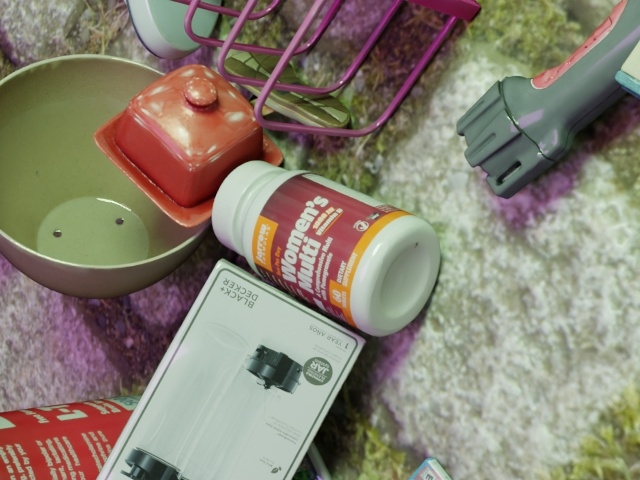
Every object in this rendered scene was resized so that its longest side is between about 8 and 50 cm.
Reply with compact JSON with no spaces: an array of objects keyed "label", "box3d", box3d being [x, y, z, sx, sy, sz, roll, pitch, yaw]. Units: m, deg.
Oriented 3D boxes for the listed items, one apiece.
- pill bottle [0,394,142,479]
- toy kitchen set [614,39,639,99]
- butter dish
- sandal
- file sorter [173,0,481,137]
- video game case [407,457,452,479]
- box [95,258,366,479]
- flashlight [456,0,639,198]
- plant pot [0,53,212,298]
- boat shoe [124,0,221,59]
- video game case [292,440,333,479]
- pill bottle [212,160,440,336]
[{"label":"pill bottle","box3d":[-0.333,0.300,1.047,0.229,0.407,0.229,-1,88,39]},{"label":"toy kitchen set","box3d":[0.320,-0.056,0.670,0.207,0.166,0.122,40,113,33]},{"label":"butter dish","box3d":[-0.132,-0.123,1.011,0.160,0.160,0.118,43,148,14]},{"label":"sandal","box3d":[-0.043,-0.153,1.047,0.180,0.072,0.049,38,134,29]},{"label":"file sorter","box3d":[-0.036,-0.261,0.949,0.291,0.202,0.182,52,121,28]},{"label":"video game case","box3d":[0.123,0.310,0.924,0.166,0.015,0.119,50,118,29]},{"label":"box","box3d":[-0.098,0.182,0.958,0.169,0.087,0.290,28,88,-4]},{"label":"flashlight","box3d":[0.238,-0.169,0.791,0.103,0.103,0.304,48,126,0]},{"label":"plant pot","box3d":[-0.256,-0.043,1.113,0.284,0.284,0.191,60,153,23]},{"label":"boat shoe","box3d":[-0.222,-0.371,1.149,0.156,0.135,0.367,-17,75,37]},{"label":"video game case","box3d":[-0.074,0.280,1.020,0.183,0.023,0.201,-29,76,7]},{"label":"pill bottle","box3d":[0.000,0.000,0.964,0.221,0.121,0.121,25,105,37]}]
